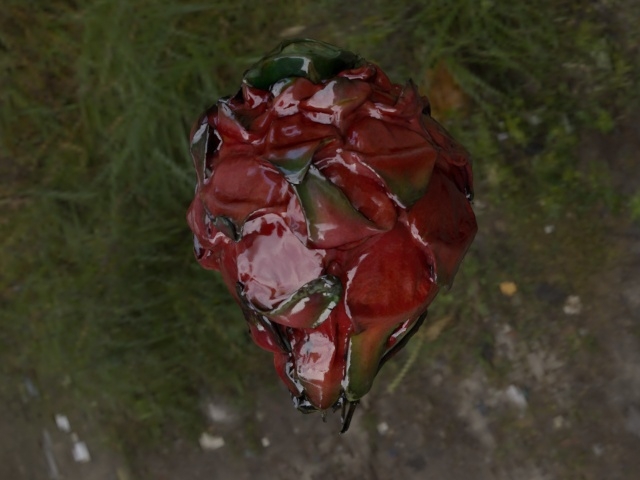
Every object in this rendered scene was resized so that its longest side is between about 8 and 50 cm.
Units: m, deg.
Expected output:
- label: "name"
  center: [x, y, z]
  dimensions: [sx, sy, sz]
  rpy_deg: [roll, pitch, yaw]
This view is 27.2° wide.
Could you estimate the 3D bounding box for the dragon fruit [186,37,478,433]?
- label: "dragon fruit"
  center: [0.000, 0.000, 0.989]
  dimensions: [0.234, 0.234, 0.293]
  rpy_deg: [23, 111, 44]
